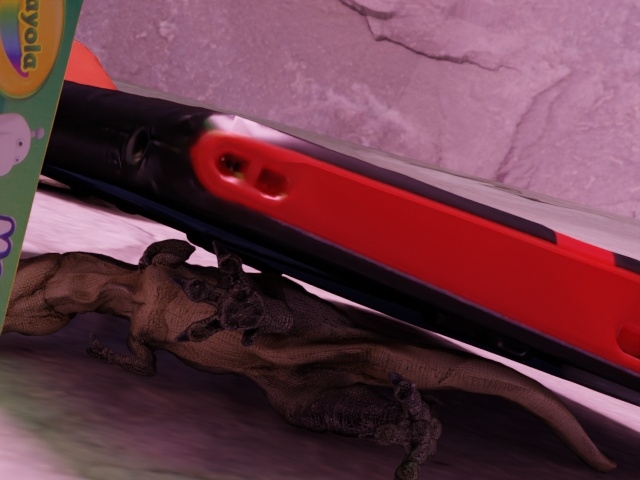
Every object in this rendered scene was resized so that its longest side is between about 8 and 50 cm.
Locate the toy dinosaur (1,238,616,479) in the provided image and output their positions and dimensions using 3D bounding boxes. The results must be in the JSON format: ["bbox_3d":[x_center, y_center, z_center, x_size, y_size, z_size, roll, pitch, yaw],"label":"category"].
[{"bbox_3d":[-0.005,0.042,0.635,0.268,0.064,0.118,17,-1,-3],"label":"toy dinosaur"}]

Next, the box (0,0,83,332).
[{"bbox_3d":[-0.115,-0.029,0.460,0.043,0.179,0.105,8,9,-41],"label":"box"}]

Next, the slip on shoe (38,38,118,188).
[{"bbox_3d":[-0.191,-0.095,1.248,0.123,0.101,0.331,10,8,-42],"label":"slip on shoe"}]

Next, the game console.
[{"bbox_3d":[0.000,0.000,0.764,0.342,0.060,0.386,18,-1,-32],"label":"game console"}]
